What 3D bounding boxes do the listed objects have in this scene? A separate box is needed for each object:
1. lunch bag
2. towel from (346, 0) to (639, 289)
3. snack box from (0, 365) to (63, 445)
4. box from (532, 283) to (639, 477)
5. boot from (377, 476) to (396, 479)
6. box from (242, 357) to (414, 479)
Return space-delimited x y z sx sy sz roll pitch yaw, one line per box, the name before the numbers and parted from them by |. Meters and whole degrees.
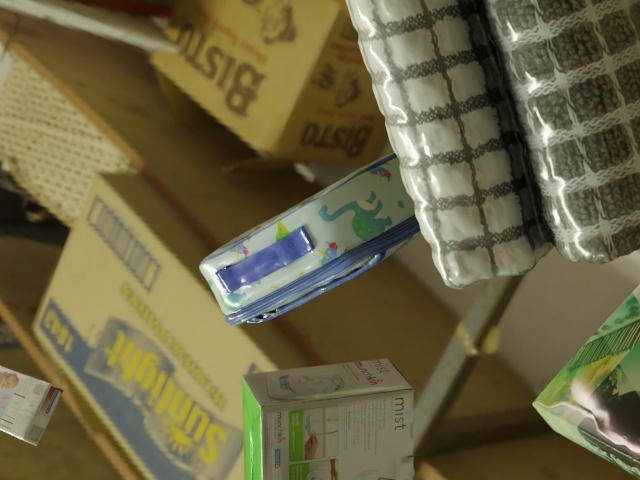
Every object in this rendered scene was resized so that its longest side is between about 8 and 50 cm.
lunch bag | 0.000 0.000 1.101 0.176 0.219 0.090 -27 -91 -49
towel | 0.106 -0.132 0.515 0.121 0.235 0.283 -15 -169 28
snack box | -0.344 0.173 1.263 0.178 0.064 0.022 7 159 49
box | 0.386 0.142 1.141 0.058 0.232 0.322 49 169 -24
boot | 0.113 0.313 1.340 0.114 0.106 0.037 54 -150 13
box | 0.011 0.324 1.691 0.231 0.262 0.127 -6 -161 -16
